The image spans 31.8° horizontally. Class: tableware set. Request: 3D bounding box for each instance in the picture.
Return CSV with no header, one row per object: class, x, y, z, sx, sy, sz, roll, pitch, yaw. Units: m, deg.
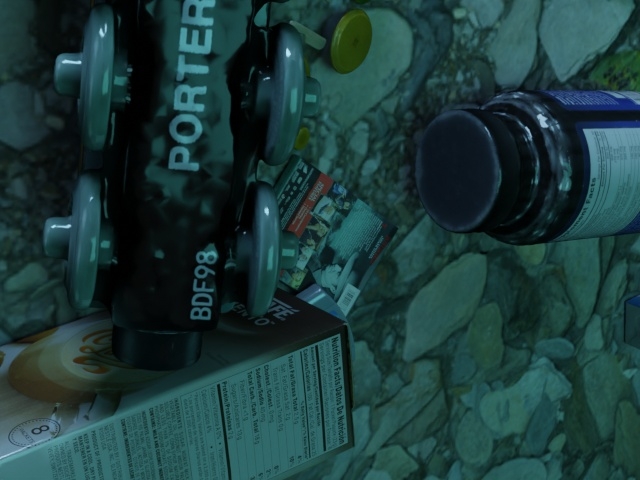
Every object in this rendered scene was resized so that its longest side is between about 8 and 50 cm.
tableware set,-0.002,-0.138,0.789,0.104,0.024,0.154,14,97,-58

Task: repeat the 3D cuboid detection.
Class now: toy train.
toy train,-0.081,-0.099,0.640,0.142,0.190,0.334,3,108,-13

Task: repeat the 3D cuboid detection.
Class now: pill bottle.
pill bottle,0.188,-0.060,0.900,0.219,0.123,0.123,-5,108,-35

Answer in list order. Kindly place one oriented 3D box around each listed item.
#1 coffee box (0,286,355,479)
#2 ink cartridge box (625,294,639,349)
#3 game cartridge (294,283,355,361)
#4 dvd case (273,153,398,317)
coffee box,-0.117,0.111,0.720,0.246,0.141,0.098,-19,116,-32
ink cartridge box,0.342,0.072,1.122,0.083,0.028,0.048,-21,117,-31
game cartridge,-0.004,0.074,0.861,0.056,0.017,0.083,-35,130,-13
dvd case,0.000,0.000,0.850,0.119,0.013,0.087,33,85,-38
